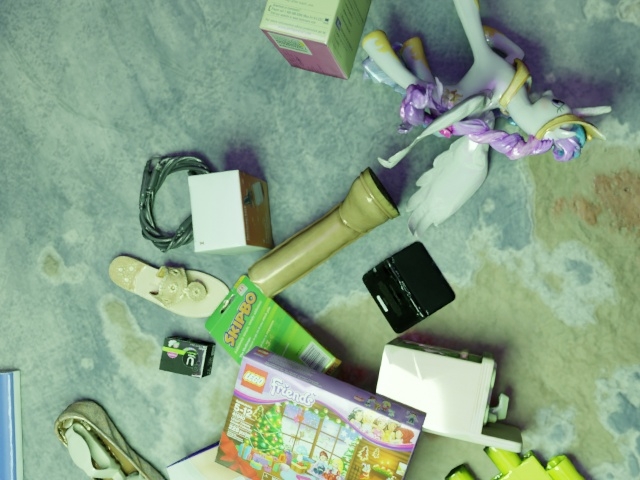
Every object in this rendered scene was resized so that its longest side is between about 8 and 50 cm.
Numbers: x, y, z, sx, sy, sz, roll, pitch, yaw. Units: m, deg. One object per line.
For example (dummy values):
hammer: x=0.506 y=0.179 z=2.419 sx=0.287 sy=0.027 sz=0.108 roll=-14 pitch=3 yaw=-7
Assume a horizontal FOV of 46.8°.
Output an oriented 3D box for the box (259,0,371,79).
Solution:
box: x=0.010 y=-0.425 z=1.245 sx=0.117 sy=0.213 sz=0.242 roll=17 pitch=91 yaw=12

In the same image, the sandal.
sandal: x=-0.289 y=0.085 z=1.349 sx=0.240 sy=0.079 sz=0.088 roll=16 pitch=90 yaw=12

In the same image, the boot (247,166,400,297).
boot: x=0.000 y=0.000 z=1.218 sx=0.270 sy=0.236 sz=0.089 roll=-34 pitch=79 yaw=5

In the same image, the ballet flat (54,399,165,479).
ballet flat: x=-0.373 y=0.427 z=1.335 sx=0.316 sy=0.106 sz=0.107 roll=44 pitch=96 yaw=11

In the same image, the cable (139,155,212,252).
cable: x=-0.266 y=-0.066 z=1.376 sx=0.151 sy=0.047 sz=0.184 roll=7 pitch=86 yaw=7

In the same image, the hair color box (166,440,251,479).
hair color box: x=-0.072 y=0.404 z=1.274 sx=0.339 sy=0.110 sz=0.185 roll=-26 pitch=81 yaw=8

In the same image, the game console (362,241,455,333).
game console: x=0.152 y=0.083 z=1.291 sx=0.107 sy=0.071 sz=0.122 roll=-39 pitch=78 yaw=38

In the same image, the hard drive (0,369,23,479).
hard drive: x=-0.680 y=0.417 z=1.434 sx=0.211 sy=0.040 sz=0.318 roll=-4 pitch=86 yaw=12

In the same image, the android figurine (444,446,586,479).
android figurine: x=0.336 y=0.466 z=1.211 sx=0.248 sy=0.056 sz=0.272 roll=-38 pitch=79 yaw=8

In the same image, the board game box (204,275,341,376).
board game box: x=-0.090 y=0.177 z=1.281 sx=0.259 sy=0.039 sz=0.124 roll=39 pitch=91 yaw=33

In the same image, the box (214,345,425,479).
box: x=-0.006 y=0.312 z=1.154 sx=0.294 sy=0.057 sz=0.200 roll=20 pitch=107 yaw=14

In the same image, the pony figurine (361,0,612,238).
pony figurine: x=0.225 y=-0.214 z=1.185 sx=0.351 sy=0.303 sz=0.363 roll=-33 pitch=66 yaw=0

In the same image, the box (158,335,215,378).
box: x=-0.242 y=0.211 z=1.347 sx=0.083 sy=0.052 sz=0.062 roll=9 pitch=88 yaw=11

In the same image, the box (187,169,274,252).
box: x=-0.151 y=-0.044 z=1.281 sx=0.091 sy=0.170 sz=0.130 roll=-7 pitch=86 yaw=12

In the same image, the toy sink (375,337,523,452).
toy sink: x=0.217 y=0.240 z=1.198 sx=0.234 sy=0.153 sz=0.131 roll=11 pitch=89 yaw=13
